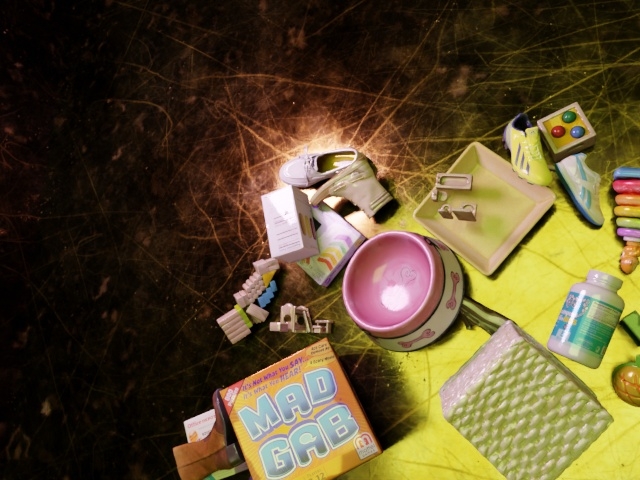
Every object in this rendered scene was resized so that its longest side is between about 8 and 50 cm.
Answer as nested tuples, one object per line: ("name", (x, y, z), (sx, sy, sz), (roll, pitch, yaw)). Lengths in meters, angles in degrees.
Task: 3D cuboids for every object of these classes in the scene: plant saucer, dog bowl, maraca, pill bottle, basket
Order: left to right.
("dog bowl", (0.249, 0.148, 1.646), (0.408, 0.150, 0.408), (-17, 60, 32))
("plant saucer", (0.534, -0.102, 1.663), (0.333, 0.081, 0.333), (43, 98, 27))
("basket", (0.547, 0.456, 1.400), (0.328, 0.266, 0.331), (43, 100, 13))
("pill bottle", (0.767, 0.221, 1.444), (0.146, 0.146, 0.264), (23, 88, 28))
("maraca", (0.864, 0.381, 1.359), (0.099, 0.185, 0.127), (-27, 56, -27))

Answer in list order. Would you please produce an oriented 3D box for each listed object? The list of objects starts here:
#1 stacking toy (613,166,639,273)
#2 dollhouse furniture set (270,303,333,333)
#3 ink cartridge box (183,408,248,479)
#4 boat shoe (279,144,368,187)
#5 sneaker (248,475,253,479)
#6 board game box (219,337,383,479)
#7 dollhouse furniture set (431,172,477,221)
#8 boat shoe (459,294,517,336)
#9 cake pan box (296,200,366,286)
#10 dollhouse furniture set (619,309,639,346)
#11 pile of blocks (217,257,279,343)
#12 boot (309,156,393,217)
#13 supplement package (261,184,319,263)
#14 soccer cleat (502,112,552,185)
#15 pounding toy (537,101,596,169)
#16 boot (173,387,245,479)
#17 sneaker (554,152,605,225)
("stacking toy", (0.914, -0.053, 1.447), (0.166, 0.175, 0.301), (10, 94, 30))
("dollhouse furniture set", (-0.064, 0.277, 1.803), (0.161, 0.182, 0.101), (-4, 77, 25))
("ink cartridge box", (-0.362, 0.741, 1.849), (0.171, 0.168, 0.232), (-27, 69, 18))
("boat shoe", (-0.014, -0.289, 1.920), (0.367, 0.156, 0.135), (-2, 77, 24))
("sneaker", (-0.179, 0.748, 1.804), (0.146, 0.102, 0.293), (39, 89, 27))
("board game box", (-0.042, 0.572, 1.578), (0.356, 0.356, 0.356), (-26, 68, -3))
("dollhouse furniture set", (0.425, -0.153, 1.611), (0.144, 0.123, 0.151), (6, 81, 26))
("boat shoe", (0.483, 0.242, 1.605), (0.257, 0.095, 0.095), (29, 98, 27))
("cake pan box", (0.000, 0.000, 1.901), (0.245, 0.070, 0.267), (-49, 62, 6))
("dollhouse furniture set", (0.979, 0.282, 1.326), (0.197, 0.151, 0.301), (-37, 66, 14))
("pile of blocks", (-0.265, 0.226, 1.970), (0.362, 0.149, 0.113), (-56, 19, -6))
("boot", (0.109, -0.151, 1.832), (0.262, 0.095, 0.203), (-36, 95, 17))
("supplement package", (-0.109, -0.056, 1.852), (0.134, 0.139, 0.244), (-19, 72, 22))
("soccer cleat", (0.651, -0.287, 1.576), (0.093, 0.121, 0.289), (5, 47, -12))
("pounding toy", (0.764, -0.297, 1.589), (0.181, 0.094, 0.206), (-26, 69, 18))
("boot", (-0.396, 0.683, 1.752), (0.280, 0.096, 0.264), (-30, 76, 22))
("sneaker", (0.803, -0.152, 1.520), (0.092, 0.087, 0.228), (-29, 89, 14))
